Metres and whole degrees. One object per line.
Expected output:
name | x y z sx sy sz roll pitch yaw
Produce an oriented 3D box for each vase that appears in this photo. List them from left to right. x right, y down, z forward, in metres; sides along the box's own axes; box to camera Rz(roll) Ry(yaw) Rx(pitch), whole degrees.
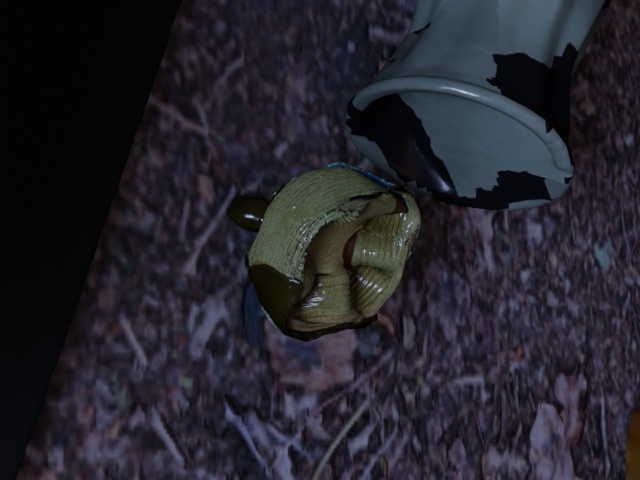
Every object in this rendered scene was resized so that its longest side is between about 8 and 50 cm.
vase | 0.119 -0.198 0.839 0.165 0.165 0.360 43 58 -41

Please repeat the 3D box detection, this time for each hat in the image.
hat | 0.000 0.001 0.725 0.077 0.059 0.076 -7 125 -43

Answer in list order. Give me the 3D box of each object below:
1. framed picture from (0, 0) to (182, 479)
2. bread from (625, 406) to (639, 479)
framed picture | -0.171 -0.031 0.544 0.255 0.014 0.339 40 55 -42
bread | 0.238 0.167 1.027 0.126 0.044 0.129 -2 83 -54
